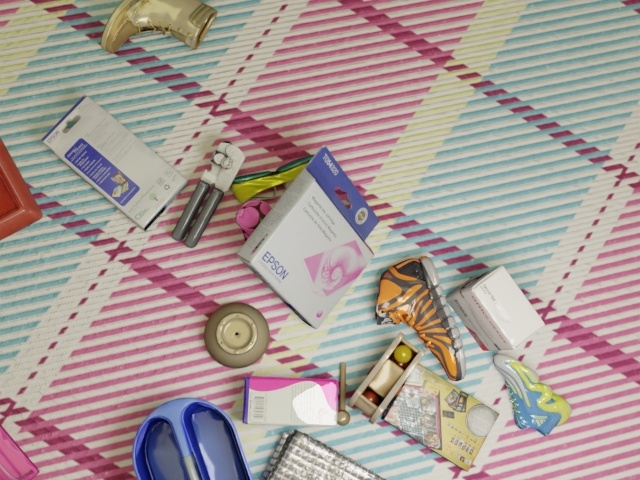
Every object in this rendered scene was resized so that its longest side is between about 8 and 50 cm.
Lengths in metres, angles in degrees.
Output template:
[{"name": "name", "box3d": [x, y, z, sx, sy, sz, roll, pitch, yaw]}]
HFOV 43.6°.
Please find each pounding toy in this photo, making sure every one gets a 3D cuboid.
[{"name": "pounding toy", "box3d": [0.112, 0.326, 1.890, 0.154, 0.154, 0.270, 36, 88, 10]}]

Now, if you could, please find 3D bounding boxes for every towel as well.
[{"name": "towel", "box3d": [-0.004, 0.601, 1.868, 0.283, 0.121, 0.235, 28, 78, -2]}]

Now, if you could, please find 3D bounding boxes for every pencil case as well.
[{"name": "pencil case", "box3d": [-0.147, -0.026, 1.909, 0.098, 0.209, 0.095, 22, 72, 11]}]

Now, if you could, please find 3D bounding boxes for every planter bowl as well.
[{"name": "planter bowl", "box3d": [-0.199, 0.225, 1.915, 0.162, 0.109, 0.162, 1, 82, -6]}]

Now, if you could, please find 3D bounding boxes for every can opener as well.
[{"name": "can opener", "box3d": [-0.273, -0.114, 1.981, 0.074, 0.093, 0.280, 28, 88, 1]}]

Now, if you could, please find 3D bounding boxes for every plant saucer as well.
[{"name": "plant saucer", "box3d": [-0.850, -0.108, 1.933, 0.259, 0.048, 0.259, -30, 85, -9]}]

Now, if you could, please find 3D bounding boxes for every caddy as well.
[{"name": "caddy", "box3d": [-0.286, 0.527, 1.823, 0.241, 0.179, 0.342, -19, 83, -9]}]

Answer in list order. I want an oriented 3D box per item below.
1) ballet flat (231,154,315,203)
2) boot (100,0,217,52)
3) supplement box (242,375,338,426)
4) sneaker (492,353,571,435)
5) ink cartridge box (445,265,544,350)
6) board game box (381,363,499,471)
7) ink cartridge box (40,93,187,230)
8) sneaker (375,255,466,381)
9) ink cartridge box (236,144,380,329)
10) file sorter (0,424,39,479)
[{"name": "ballet flat", "box3d": [-0.109, -0.149, 2.011, 0.230, 0.077, 0.077, -17, 104, -6]}, {"name": "boot", "box3d": [-0.407, -0.538, 2.026, 0.203, 0.095, 0.262, 36, 75, -1]}, {"name": "supplement box", "box3d": [-0.072, 0.381, 1.902, 0.219, 0.114, 0.111, 3, 80, -4]}, {"name": "sneaker", "box3d": [0.500, 0.389, 1.971, 0.240, 0.091, 0.126, 38, 80, 0]}, {"name": "ink cartridge box", "box3d": [0.413, 0.168, 1.922, 0.100, 0.237, 0.172, -35, 86, -10]}, {"name": "board game box", "box3d": [0.293, 0.431, 1.967, 0.243, 0.042, 0.165, 32, 79, 0]}, {"name": "ink cartridge box", "box3d": [-0.505, -0.191, 1.974, 0.332, 0.065, 0.165, 41, 79, 0]}, {"name": "sneaker", "box3d": [0.233, 0.210, 1.969, 0.180, 0.125, 0.321, -18, 72, -4]}, {"name": "ink cartridge box", "box3d": [0.000, 0.000, 1.887, 0.071, 0.324, 0.330, 29, 76, 43]}, {"name": "file sorter", "box3d": [-0.820, 0.544, 1.763, 0.290, 0.182, 0.202, -41, 87, -10]}]
